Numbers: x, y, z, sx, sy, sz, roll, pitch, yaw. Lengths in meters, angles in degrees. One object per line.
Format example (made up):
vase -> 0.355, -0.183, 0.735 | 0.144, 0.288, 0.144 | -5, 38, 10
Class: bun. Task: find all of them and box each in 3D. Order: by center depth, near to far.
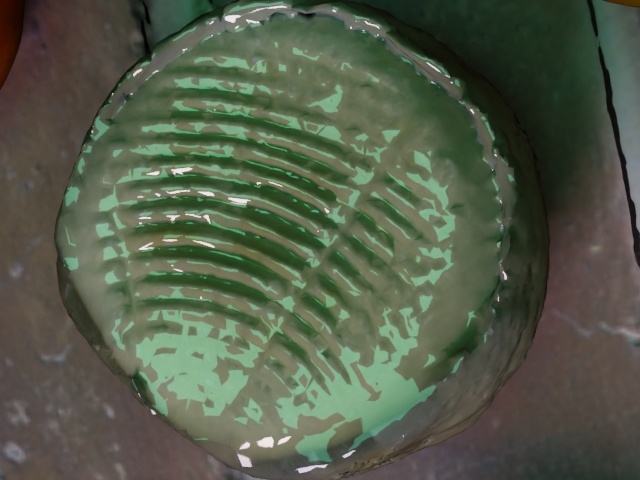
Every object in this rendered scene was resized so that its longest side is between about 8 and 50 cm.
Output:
bun -> 0.000, 0.000, 0.998 | 0.259, 0.152, 0.259 | -2, 82, 13

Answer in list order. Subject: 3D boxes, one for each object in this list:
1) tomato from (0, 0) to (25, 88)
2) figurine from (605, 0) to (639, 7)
tomato -> -0.297, -0.141, 1.059 | 0.259, 0.180, 0.260 | 0, 88, 12
figurine -> 0.152, -0.212, 0.910 | 0.215, 0.215, 0.228 | -6, 50, 17
